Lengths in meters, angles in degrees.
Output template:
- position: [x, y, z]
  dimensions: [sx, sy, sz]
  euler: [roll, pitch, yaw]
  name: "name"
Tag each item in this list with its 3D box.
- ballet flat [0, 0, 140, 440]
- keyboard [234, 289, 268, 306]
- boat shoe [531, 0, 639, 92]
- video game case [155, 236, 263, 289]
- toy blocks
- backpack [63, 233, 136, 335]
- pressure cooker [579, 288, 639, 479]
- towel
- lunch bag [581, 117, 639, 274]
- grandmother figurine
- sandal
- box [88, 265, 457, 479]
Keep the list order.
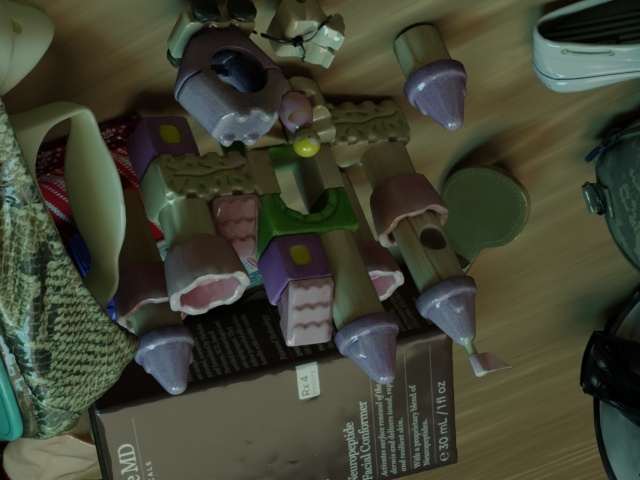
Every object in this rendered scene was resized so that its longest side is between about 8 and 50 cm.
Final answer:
- position: [-0.244, -0.064, 1.054]
  dimensions: [0.182, 0.164, 0.483]
  euler: [-39, 133, -25]
  name: "ballet flat"
- position: [-0.131, 0.123, 1.664]
  dimensions: [0.256, 0.014, 0.072]
  euler: [-34, 147, 32]
  name: "keyboard"
- position: [0.286, -0.179, 1.227]
  dimensions: [0.226, 0.083, 0.076]
  euler: [-18, 154, 8]
  name: "boat shoe"
- position: [-0.117, 0.021, 1.474]
  dimensions: [0.143, 0.019, 0.157]
  euler: [-22, 151, 13]
  name: "video game case"
- position: [0.000, 0.000, 1.195]
  dimensions: [0.288, 0.260, 0.309]
  euler: [-6, 150, -29]
  name: "toy blocks"
- position: [-0.210, 0.044, 1.331]
  dimensions: [0.120, 0.098, 0.101]
  euler: [-2, 122, -30]
  name: "backpack"
- position: [0.539, 0.204, 1.763]
  dimensions: [0.420, 0.375, 0.370]
  euler: [5, 150, -35]
  name: "pressure cooker"
- position: [-0.247, -0.014, 1.330]
  dimensions: [0.275, 0.031, 0.199]
  euler: [-21, 153, 11]
  name: "towel"
- position: [0.434, -0.049, 1.398]
  dimensions: [0.305, 0.213, 0.256]
  euler: [-10, -167, -13]
  name: "lunch bag"
- position: [-0.333, 0.269, 1.759]
  dimensions: [0.208, 0.104, 0.342]
  euler: [29, 139, -17]
  name: "grandmother figurine"
- position: [0.168, -0.032, 1.484]
  dimensions: [0.079, 0.088, 0.240]
  euler: [-38, 171, -28]
  name: "sandal"
- position: [-0.052, 0.172, 1.570]
  dimensions: [0.381, 0.143, 0.191]
  euler: [-12, 123, -10]
  name: "box"
